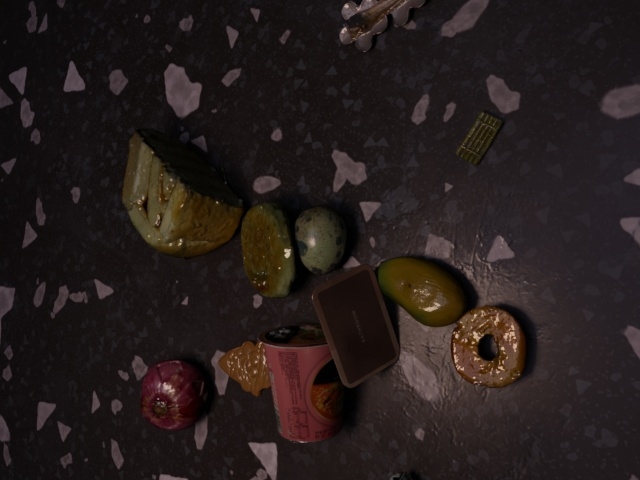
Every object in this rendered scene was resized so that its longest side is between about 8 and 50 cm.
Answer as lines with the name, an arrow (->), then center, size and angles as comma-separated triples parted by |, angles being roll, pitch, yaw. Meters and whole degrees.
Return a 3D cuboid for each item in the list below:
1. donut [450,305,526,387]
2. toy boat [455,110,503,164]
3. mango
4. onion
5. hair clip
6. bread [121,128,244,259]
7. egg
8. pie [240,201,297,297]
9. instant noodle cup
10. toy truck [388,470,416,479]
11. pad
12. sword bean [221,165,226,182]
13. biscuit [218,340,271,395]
donut -> 0.376, 0.233, 1.218 | 0.162, 0.065, 0.178 | 13, 93, 26
toy boat -> 0.367, -0.237, 1.273 | 0.063, 0.016, 0.115 | 36, 106, 28
mango -> 0.234, 0.109, 1.292 | 0.237, 0.091, 0.137 | 39, 102, 27
onion -> -0.422, 0.459, 1.620 | 0.201, 0.201, 0.207 | 6, 78, 31
hair clip -> 0.151, -0.588, 1.395 | 0.257, 0.075, 0.146 | -27, 76, 20
bread -> -0.442, -0.123, 1.619 | 0.395, 0.239, 0.264 | 44, 112, 31
egg -> 0.000, 0.000, 1.408 | 0.141, 0.141, 0.181 | -1, 93, 31
pie -> -0.133, 0.022, 1.475 | 0.277, 0.079, 0.276 | 18, 113, 52
instant noodle cup -> -0.032, 0.353, 1.378 | 0.244, 0.244, 0.254 | -1, 95, 31
toy truck -> 0.182, 0.696, 1.272 | 0.184, 0.133, 0.338 | 32, 107, 18
pad -> 0.089, 0.202, 1.299 | 0.002, 0.176, 0.266 | 5, 117, 63
sword bean -> -0.292, -0.186, 1.666 | 0.012, 0.012, 0.083 | -16, 78, 29
biscuit -> -0.197, 0.361, 1.572 | 0.250, 0.035, 0.162 | -2, 82, 32
